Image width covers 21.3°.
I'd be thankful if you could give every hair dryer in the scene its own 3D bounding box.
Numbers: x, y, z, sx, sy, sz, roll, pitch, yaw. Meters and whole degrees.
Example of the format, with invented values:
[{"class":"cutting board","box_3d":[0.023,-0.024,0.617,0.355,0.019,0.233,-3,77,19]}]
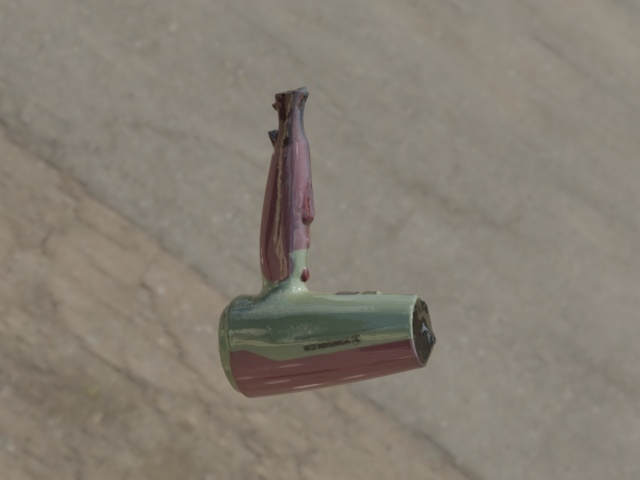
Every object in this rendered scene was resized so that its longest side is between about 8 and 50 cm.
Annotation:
[{"class":"hair dryer","box_3d":[-0.007,-0.002,0.867,0.054,0.106,0.154,-6,85,-70]}]
